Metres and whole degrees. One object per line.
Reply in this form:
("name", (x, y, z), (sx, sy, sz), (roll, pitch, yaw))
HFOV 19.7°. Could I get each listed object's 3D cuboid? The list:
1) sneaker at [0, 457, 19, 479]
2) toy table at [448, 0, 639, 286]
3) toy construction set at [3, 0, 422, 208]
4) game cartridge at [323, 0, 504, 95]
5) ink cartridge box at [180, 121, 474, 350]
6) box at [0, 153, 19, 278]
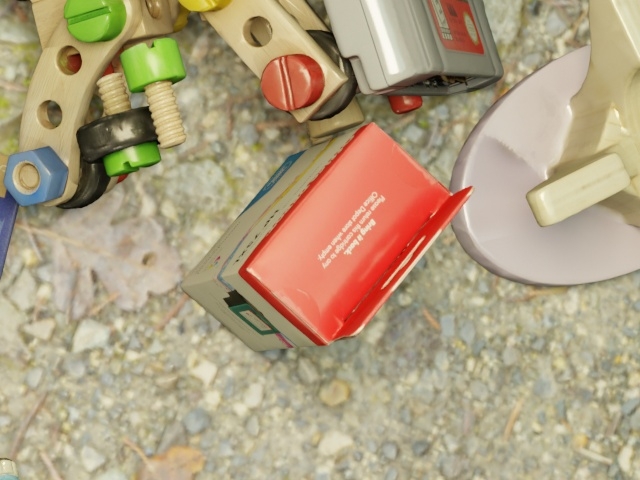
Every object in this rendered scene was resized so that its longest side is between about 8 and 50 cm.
("sneaker", (-0.268, 0.202, 1.219), (0.162, 0.063, 0.073), (-20, 85, -18))
("toy table", (0.241, -0.071, 1.363), (0.274, 0.161, 0.252), (-38, 97, -16))
("toy construction set", (-0.086, -0.171, 1.239), (0.309, 0.257, 0.237), (-15, 87, -41))
("game cartridge", (0.052, -0.196, 1.257), (0.060, 0.294, 0.196), (-22, 88, 17))
("ink cartridge box", (0.000, 0.000, 1.240), (0.078, 0.231, 0.134), (42, 74, -10))
("box", (-0.290, 0.038, 1.246), (0.136, 0.036, 0.225), (15, 82, -16))
